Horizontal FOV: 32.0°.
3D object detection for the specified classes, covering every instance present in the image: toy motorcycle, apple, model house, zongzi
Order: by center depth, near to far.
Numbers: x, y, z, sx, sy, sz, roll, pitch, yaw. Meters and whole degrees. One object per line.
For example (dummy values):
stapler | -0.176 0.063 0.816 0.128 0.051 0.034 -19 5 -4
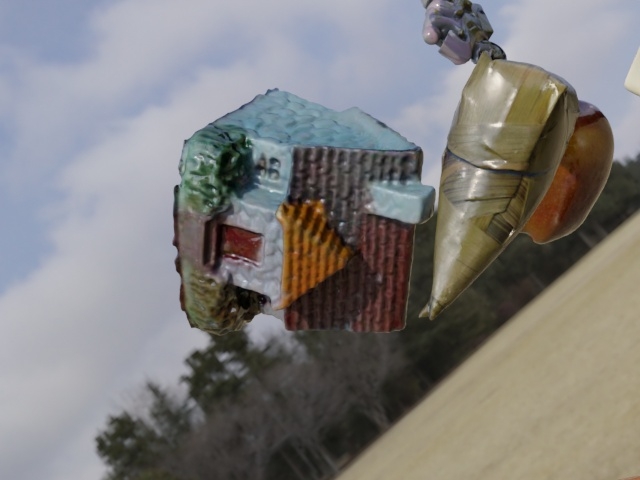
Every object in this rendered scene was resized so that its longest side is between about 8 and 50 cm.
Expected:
zongzi | 0.198 -0.058 1.259 0.260 0.123 0.289 -13 -59 -71
model house | 0.000 0.000 1.690 0.297 0.339 0.360 -39 -41 -53
toy motorcycle | 0.243 -0.394 2.056 0.152 0.225 0.073 -7 -33 -29
apple | 0.444 -0.162 2.266 0.288 0.288 0.316 -24 -56 -54

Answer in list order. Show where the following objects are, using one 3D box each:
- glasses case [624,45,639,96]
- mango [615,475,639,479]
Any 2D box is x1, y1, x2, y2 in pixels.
glasses case | 0.585 -0.297 1.783 0.313 0.070 0.131 -19 -47 -54
mango | 0.306 0.313 1.098 0.252 0.153 0.126 -24 -27 33
